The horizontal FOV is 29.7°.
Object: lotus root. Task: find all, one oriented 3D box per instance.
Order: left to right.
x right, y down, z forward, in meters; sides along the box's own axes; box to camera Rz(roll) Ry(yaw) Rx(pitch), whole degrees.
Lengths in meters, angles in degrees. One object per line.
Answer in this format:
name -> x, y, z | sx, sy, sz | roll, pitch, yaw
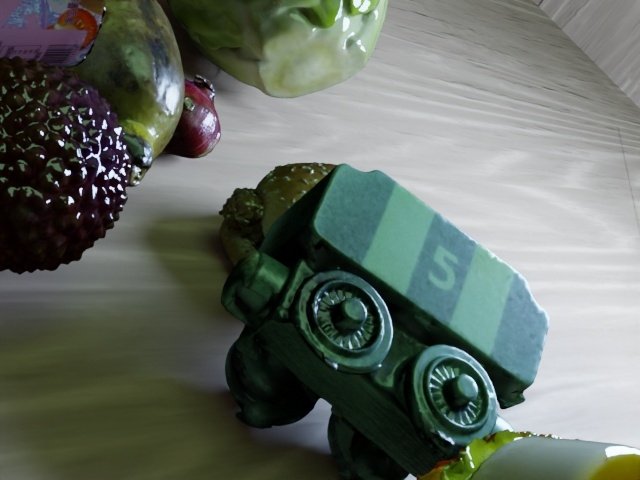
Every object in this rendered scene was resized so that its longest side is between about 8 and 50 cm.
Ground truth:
lotus root -> -0.216, -0.159, 1.194 | 0.141, 0.169, 0.314 | 22, 35, -43

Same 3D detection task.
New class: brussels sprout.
brussels sprout -> -0.045, -0.344, 1.588 | 0.328, 0.328, 0.247 | 62, 3, 40

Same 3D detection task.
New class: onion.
onion -> -0.154, -0.139, 1.327 | 0.107, 0.097, 0.107 | 43, 6, -5

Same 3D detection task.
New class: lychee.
lychee -> -0.245, -0.055, 0.975 | 0.188, 0.188, 0.188 | 30, 28, -17

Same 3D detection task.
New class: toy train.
toy train -> 0.055, 0.084, 1.096 | 0.299, 0.167, 0.238 | 37, 49, -14

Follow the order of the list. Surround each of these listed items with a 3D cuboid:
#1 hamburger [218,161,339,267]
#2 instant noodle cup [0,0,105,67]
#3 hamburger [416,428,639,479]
hamburger -> 0.000, 0.000, 1.265 | 0.215, 0.122, 0.189 | 9, 42, -40
instant noodle cup -> -0.317, -0.245, 1.017 | 0.231, 0.243, 0.243 | -3, 46, -32
hamburger -> 0.190, 0.289, 0.947 | 0.276, 0.179, 0.294 | -8, 78, -48
